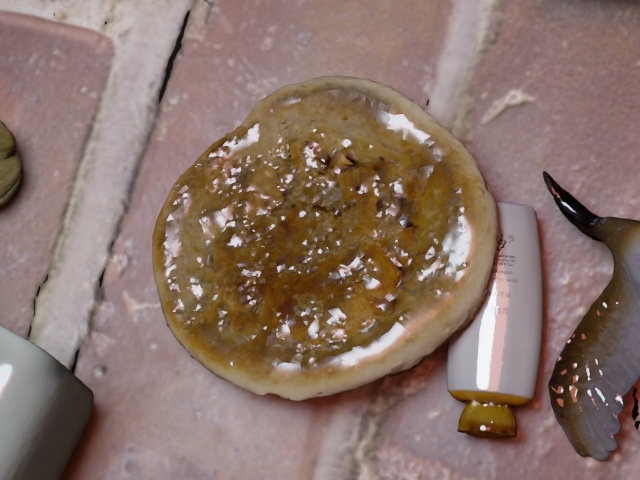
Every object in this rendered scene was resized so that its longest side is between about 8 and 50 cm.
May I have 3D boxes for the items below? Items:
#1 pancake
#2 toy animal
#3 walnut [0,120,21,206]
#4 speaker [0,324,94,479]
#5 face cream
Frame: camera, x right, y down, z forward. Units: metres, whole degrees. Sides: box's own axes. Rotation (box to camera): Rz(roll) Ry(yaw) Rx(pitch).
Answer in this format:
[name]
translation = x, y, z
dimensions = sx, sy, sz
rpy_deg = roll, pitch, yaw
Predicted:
[pancake]
translation = 0.000, 0.000, 1.334
dimensions = 0.282, 0.049, 0.282
rpy_deg = -6, 70, 17
[toy animal]
translation = 0.253, 0.002, 1.277
dimensions = 0.272, 0.160, 0.197
rpy_deg = -42, 86, -12
[walnut]
translation = -0.287, -0.062, 1.387
dimensions = 0.092, 0.092, 0.092
rpy_deg = -1, 79, 7
[speaker]
translation = -0.384, 0.102, 1.313
dimensions = 0.406, 0.183, 0.184
rpy_deg = 26, 78, 15
[face cream]
translation = 0.137, 0.062, 1.323
dimensions = 0.072, 0.051, 0.182
rpy_deg = 4, 79, 6
